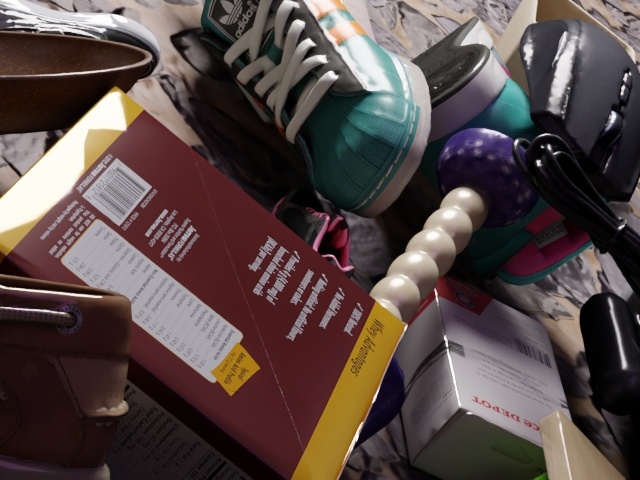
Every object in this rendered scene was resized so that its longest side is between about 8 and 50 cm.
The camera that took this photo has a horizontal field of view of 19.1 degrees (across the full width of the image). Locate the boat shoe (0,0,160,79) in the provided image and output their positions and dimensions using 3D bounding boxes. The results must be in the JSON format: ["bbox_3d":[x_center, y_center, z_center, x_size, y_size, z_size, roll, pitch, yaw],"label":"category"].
[{"bbox_3d":[-0.159,-0.116,1.173,0.142,0.049,0.040,10,46,-36],"label":"boat shoe"}]

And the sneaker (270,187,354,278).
[{"bbox_3d":[0.000,0.000,1.195,0.047,0.057,0.119,24,31,-23],"label":"sneaker"}]

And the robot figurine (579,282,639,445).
[{"bbox_3d":[0.298,0.106,1.297,0.209,0.174,0.278,52,19,-33],"label":"robot figurine"}]

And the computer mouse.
[{"bbox_3d":[0.208,-0.056,1.267,0.184,0.060,0.262,46,24,-15],"label":"computer mouse"}]

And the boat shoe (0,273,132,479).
[{"bbox_3d":[-0.225,0.019,0.738,0.324,0.116,0.123,19,1,-17],"label":"boat shoe"}]

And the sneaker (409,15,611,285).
[{"bbox_3d":[0.131,-0.061,1.391,0.178,0.124,0.295,54,8,-10],"label":"sneaker"}]

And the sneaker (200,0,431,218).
[{"bbox_3d":[-0.022,-0.125,1.283,0.121,0.108,0.302,23,25,-30],"label":"sneaker"}]

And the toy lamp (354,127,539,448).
[{"bbox_3d":[0.048,0.033,1.123,0.080,0.080,0.274,41,47,-1],"label":"toy lamp"}]

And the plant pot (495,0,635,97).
[{"bbox_3d":[0.194,-0.138,1.610,0.109,0.096,0.109,35,28,-11],"label":"plant pot"}]

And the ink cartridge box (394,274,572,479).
[{"bbox_3d":[0.100,0.095,1.185,0.099,0.056,0.135,27,30,-24],"label":"ink cartridge box"}]

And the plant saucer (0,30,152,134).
[{"bbox_3d":[-0.188,-0.084,1.004,0.199,0.036,0.198,1,13,0],"label":"plant saucer"}]

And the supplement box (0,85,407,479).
[{"bbox_3d":[-0.087,0.061,0.910,0.194,0.129,0.191,39,26,-5],"label":"supplement box"}]

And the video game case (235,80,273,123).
[{"bbox_3d":[-0.021,-0.116,1.389,0.122,0.011,0.087,2,47,-52],"label":"video game case"}]

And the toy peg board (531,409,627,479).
[{"bbox_3d":[0.159,0.212,1.092,0.160,0.079,0.161,46,23,-28],"label":"toy peg board"}]
